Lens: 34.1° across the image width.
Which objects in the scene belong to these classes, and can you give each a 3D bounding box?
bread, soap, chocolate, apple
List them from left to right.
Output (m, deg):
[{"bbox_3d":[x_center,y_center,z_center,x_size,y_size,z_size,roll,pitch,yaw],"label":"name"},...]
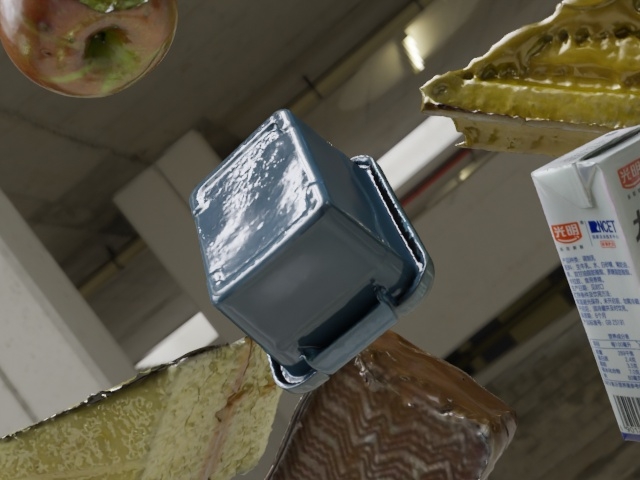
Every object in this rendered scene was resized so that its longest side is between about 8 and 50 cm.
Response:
[{"bbox_3d":[-0.322,-0.324,1.411,0.246,0.226,0.246,-23,-30,-14],"label":"apple"},{"bbox_3d":[-0.272,0.202,1.269,0.345,0.404,0.242,-18,-64,-77],"label":"bread"},{"bbox_3d":[0.041,0.184,0.761,0.093,0.148,0.214,-10,-52,-61],"label":"chocolate"},{"bbox_3d":[0.339,-0.276,1.466,0.169,0.338,0.304,51,-128,-61],"label":"soap"}]

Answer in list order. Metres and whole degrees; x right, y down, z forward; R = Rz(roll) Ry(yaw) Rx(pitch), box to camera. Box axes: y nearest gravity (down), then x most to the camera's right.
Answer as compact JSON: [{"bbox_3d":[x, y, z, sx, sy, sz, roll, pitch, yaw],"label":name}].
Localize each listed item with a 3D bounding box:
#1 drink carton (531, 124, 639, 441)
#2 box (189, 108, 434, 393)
[{"bbox_3d":[0.337,0.045,1.077,0.130,0.315,0.106,-27,10,-30],"label":"drink carton"},{"bbox_3d":[-0.009,-0.001,0.397,0.074,0.054,0.099,-39,34,12],"label":"box"}]
